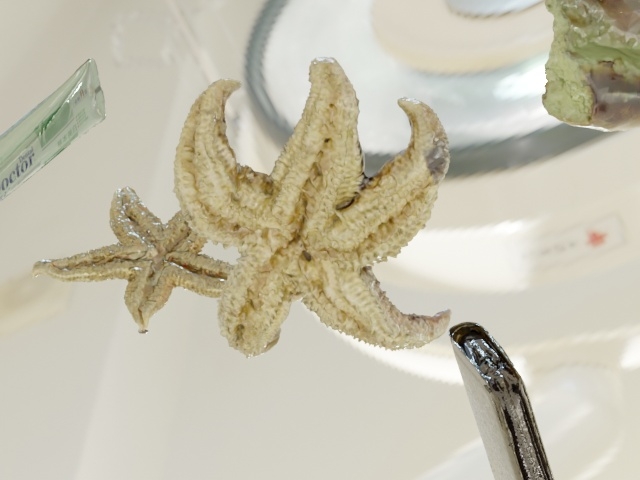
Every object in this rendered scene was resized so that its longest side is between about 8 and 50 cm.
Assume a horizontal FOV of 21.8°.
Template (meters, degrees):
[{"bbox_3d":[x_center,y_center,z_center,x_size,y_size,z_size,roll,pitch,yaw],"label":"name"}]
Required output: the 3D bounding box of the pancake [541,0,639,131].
[{"bbox_3d":[0.367,-0.257,1.367,0.427,0.305,0.067,-19,-155,-6],"label":"pancake"}]

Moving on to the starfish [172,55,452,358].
[{"bbox_3d":[-0.001,0.002,0.977,0.238,0.216,0.071,-50,-162,45],"label":"starfish"}]

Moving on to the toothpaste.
[{"bbox_3d":[-0.250,-0.073,1.380,0.041,0.064,0.218,18,-135,30],"label":"toothpaste"}]

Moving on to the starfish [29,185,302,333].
[{"bbox_3d":[-0.156,0.004,1.813,0.295,0.048,0.231,5,-134,7],"label":"starfish"}]

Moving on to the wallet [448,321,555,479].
[{"bbox_3d":[0.142,0.162,1.186,0.031,0.198,0.110,-21,-158,-5],"label":"wallet"}]
